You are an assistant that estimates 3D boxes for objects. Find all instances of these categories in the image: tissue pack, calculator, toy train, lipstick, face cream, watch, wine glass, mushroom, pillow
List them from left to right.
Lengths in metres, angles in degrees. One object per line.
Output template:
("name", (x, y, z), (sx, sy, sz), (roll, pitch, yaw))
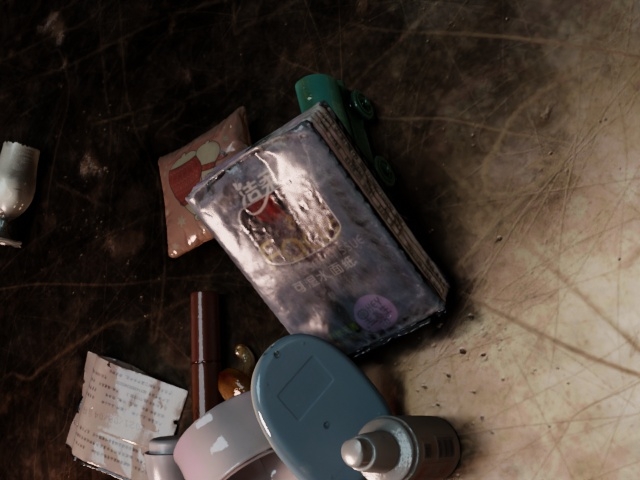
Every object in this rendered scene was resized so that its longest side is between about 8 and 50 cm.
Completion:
("wine glass", (-0.681, -0.101, 1.893), (0.103, 0.103, 0.222), (7, 81, 34))
("face cream", (-0.266, 0.397, 1.525), (0.091, 0.091, 0.095), (-6, 85, 32))
("lipstick", (-0.202, 0.268, 1.531), (0.057, 0.057, 0.357), (-11, 74, 30))
("pillow", (-0.206, -0.107, 1.597), (0.236, 0.084, 0.223), (-26, 65, 23))
("mushroom", (-0.143, 0.242, 1.492), (0.072, 0.088, 0.129), (-16, 50, 1))
("watch", (-0.116, 0.365, 1.351), (0.244, 0.231, 0.196), (-45, 61, 12))
("tissue pack", (0.000, 0.000, 1.307), (0.259, 0.122, 0.361), (-28, 107, 28))
("calculator", (0.016, 0.273, 1.286), (0.188, 0.303, 0.042), (-48, 14, -30))
("toy train", (0.033, -0.162, 1.414), (0.101, 0.159, 0.248), (-27, 68, 31))
("face cream", (0.103, 0.297, 1.210), (0.101, 0.251, 0.101), (-7, 76, 32))

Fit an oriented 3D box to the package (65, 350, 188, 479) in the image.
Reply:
("package", (-0.383, 0.341, 1.631), (0.251, 0.062, 0.204), (14, 89, 30))
